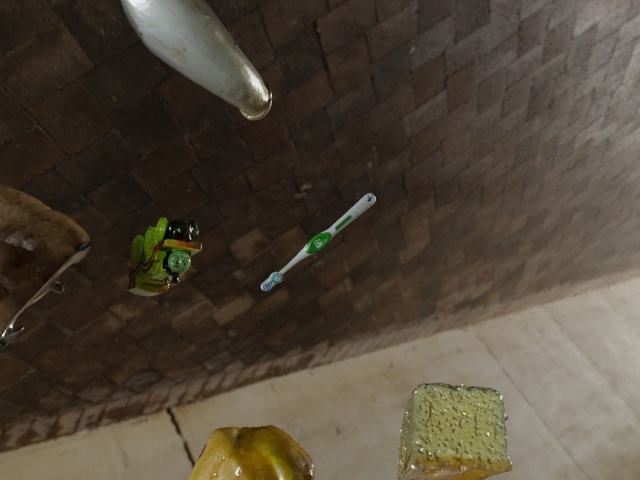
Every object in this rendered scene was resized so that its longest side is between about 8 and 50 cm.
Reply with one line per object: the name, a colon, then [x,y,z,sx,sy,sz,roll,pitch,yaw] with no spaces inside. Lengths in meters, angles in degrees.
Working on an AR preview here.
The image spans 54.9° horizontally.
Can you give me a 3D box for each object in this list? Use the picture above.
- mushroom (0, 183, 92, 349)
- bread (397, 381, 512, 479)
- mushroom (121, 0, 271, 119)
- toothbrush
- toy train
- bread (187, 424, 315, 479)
mushroom: [-0.736,-0.012,1.330,0.313,0.397,0.224,-41,-171,37]
bread: [0.320,0.531,1.536,0.279,0.248,0.315,-2,140,9]
mushroom: [-0.168,-0.269,0.886,0.103,0.118,0.270,-41,119,9]
toothbrush: [-0.001,0.000,1.227,0.304,0.030,0.030,-41,154,-18]
toy train: [-0.375,0.042,1.465,0.100,0.161,0.296,9,162,-31]
bread: [-0.165,0.668,1.531,0.250,0.361,0.394,24,91,-41]
